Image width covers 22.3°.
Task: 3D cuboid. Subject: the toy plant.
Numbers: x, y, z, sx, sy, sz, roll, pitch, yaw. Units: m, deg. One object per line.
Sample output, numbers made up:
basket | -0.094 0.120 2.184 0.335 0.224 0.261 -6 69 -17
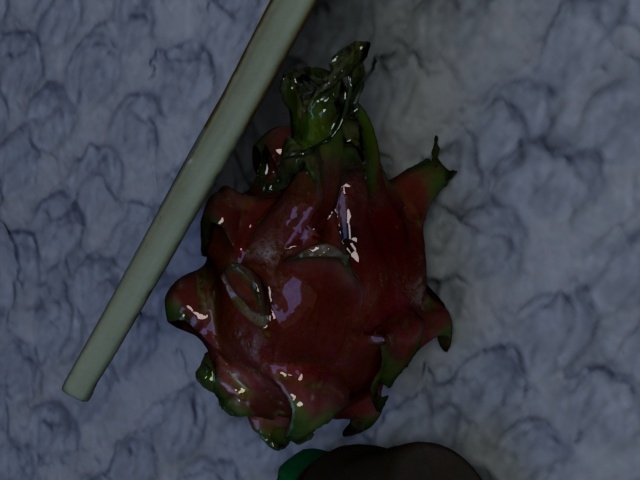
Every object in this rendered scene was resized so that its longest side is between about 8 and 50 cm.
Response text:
toy plant | 0.020 0.176 0.901 0.200 0.105 0.143 -46 61 50

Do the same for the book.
book | -0.042 -0.076 0.837 0.020 0.208 0.295 29 124 -6

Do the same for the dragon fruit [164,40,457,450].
dragon fruit | 0.003 0.000 0.847 0.135 0.137 0.236 20 115 20
